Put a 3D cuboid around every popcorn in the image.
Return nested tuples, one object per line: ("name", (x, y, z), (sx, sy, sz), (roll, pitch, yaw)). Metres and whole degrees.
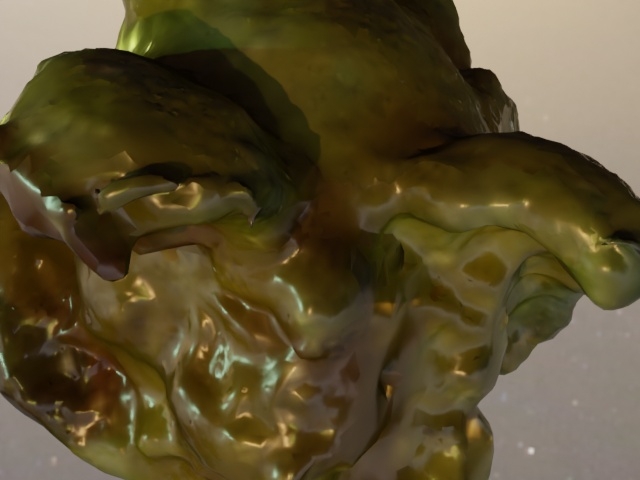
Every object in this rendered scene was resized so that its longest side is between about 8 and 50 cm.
("popcorn", (0.007, 0.005, 0.624), (0.326, 0.321, 0.290), (-19, -150, 34))
